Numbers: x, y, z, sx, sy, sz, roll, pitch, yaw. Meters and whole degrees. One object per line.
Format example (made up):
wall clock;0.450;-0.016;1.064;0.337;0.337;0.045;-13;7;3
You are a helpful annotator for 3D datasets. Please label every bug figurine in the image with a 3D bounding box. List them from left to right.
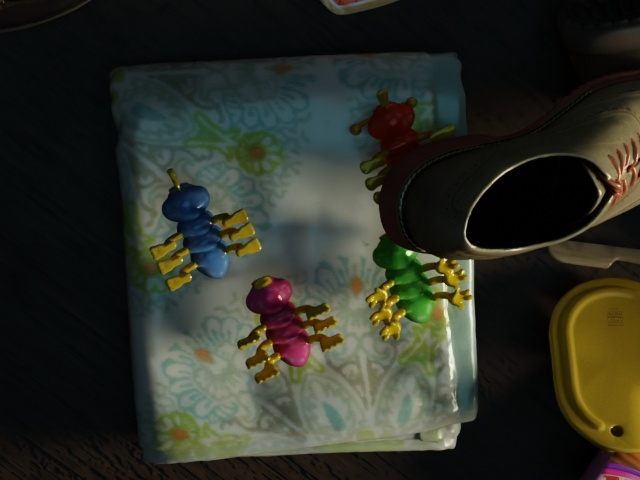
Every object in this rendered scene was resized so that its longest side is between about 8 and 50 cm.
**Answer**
bug figurine;0.000;0.000;1.372;0.279;0.072;0.216;-21;107;-4

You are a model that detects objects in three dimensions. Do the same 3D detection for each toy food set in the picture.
toy food set;0.274;0.110;1.481;0.128;0.071;0.217;1;59;-1

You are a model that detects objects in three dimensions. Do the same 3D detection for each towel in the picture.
towel;-0.021;0.019;1.452;0.321;0.090;0.374;-4;100;-5

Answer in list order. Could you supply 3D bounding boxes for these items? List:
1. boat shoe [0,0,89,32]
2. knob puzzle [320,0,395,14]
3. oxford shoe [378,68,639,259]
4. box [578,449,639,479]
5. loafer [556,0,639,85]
boat shoe;-0.332;-0.233;1.358;0.356;0.130;0.132;-12;101;-3
knob puzzle;0.044;-0.298;1.434;0.213;0.030;0.213;-1;100;-6
oxford shoe;0.228;-0.053;1.320;0.348;0.130;0.123;-22;113;-20
box;0.414;0.242;1.502;0.293;0.057;0.201;36;80;-2
loafer;0.402;-0.190;1.451;0.366;0.133;0.130;-7;124;6
